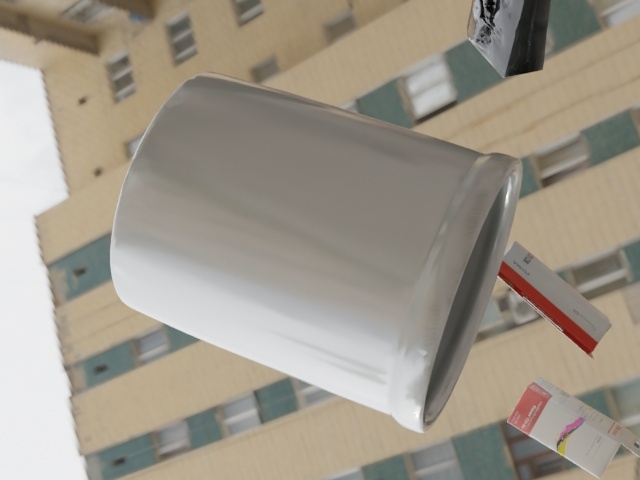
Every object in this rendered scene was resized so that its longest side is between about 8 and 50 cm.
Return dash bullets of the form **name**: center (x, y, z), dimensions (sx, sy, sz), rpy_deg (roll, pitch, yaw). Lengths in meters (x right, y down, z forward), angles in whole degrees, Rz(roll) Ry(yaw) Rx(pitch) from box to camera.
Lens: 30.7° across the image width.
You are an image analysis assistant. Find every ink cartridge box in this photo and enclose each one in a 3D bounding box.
- **ink cartridge box**: center (0.338, 0.081, 1.691), dimensions (0.189, 0.066, 0.232), rpy_deg (41, -176, 6)
- **ink cartridge box**: center (0.392, 0.291, 1.756), dimensions (0.198, 0.067, 0.115), rpy_deg (30, -168, 18)

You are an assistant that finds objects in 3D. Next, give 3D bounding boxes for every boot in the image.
- **boot**: center (0.336, -0.572, 2.099), dimensions (0.445, 0.146, 0.367), rpy_deg (86, 177, -48)

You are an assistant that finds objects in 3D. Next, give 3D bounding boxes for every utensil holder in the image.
- **utensil holder**: center (0.000, 0.000, 1.350), dimensions (0.327, 0.385, 0.328), rpy_deg (21, -90, -75)
